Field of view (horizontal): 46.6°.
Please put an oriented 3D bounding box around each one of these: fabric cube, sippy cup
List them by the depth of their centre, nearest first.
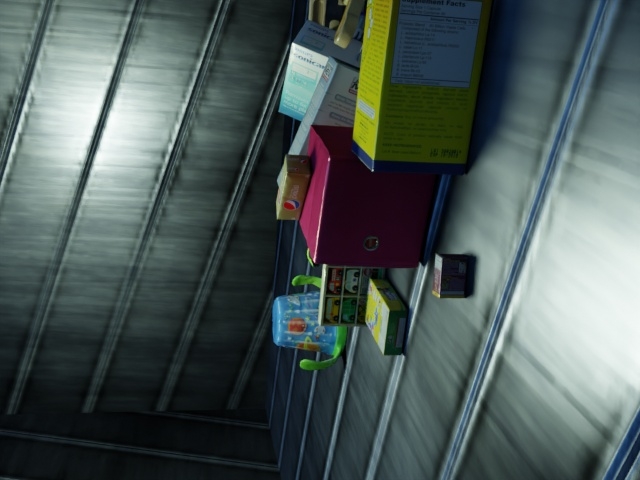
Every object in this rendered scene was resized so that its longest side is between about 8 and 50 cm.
[{"bbox_3d":[0.103,-0.107,1.736,0.259,0.254,0.258,-112,27,-64],"label":"fabric cube"},{"bbox_3d":[-0.044,0.270,2.483,0.305,0.224,0.240,-120,33,-69],"label":"sippy cup"}]

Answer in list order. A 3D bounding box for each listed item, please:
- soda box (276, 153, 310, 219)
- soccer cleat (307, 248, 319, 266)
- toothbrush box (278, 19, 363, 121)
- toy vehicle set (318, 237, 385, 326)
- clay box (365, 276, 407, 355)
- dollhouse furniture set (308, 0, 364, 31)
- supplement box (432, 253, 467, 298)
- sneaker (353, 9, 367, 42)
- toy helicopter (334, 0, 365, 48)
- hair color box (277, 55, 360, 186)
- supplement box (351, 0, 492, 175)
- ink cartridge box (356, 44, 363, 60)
[{"bbox_3d":[-0.067,-0.127,1.798,0.181,0.058,0.061,106,163,-53],"label":"soda box"},{"bbox_3d":[0.000,0.000,2.171,0.072,0.060,0.179,-111,26,-45],"label":"soccer cleat"},{"bbox_3d":[0.012,-0.485,2.246,0.295,0.216,0.126,110,-175,-55],"label":"toothbrush box"},{"bbox_3d":[0.088,0.105,1.998,0.035,0.166,0.266,-118,31,-68],"label":"toy vehicle set"},{"bbox_3d":[0.163,0.187,1.902,0.222,0.053,0.127,-114,28,-68],"label":"clay box"},{"bbox_3d":[0.048,-0.711,2.323,0.123,0.151,0.144,-112,24,-63],"label":"dollhouse furniture set"},{"bbox_3d":[0.254,0.070,1.460,0.043,0.055,0.083,-139,52,-75],"label":"supplement box"},{"bbox_3d":[0.110,-0.634,2.257,0.098,0.083,0.224,-68,17,-1],"label":"sneaker"},{"bbox_3d":[0.111,-0.642,1.866,0.235,0.140,0.355,-35,35,63],"label":"toy helicopter"},{"bbox_3d":[0.042,-0.273,1.968,0.113,0.185,0.374,-109,41,-63],"label":"hair color box"},{"bbox_3d":[0.191,-0.326,1.470,0.195,0.194,0.356,-118,31,-67],"label":"supplement box"},{"bbox_3d":[0.163,-0.565,1.799,0.223,0.045,0.224,131,161,-77],"label":"ink cartridge box"}]
